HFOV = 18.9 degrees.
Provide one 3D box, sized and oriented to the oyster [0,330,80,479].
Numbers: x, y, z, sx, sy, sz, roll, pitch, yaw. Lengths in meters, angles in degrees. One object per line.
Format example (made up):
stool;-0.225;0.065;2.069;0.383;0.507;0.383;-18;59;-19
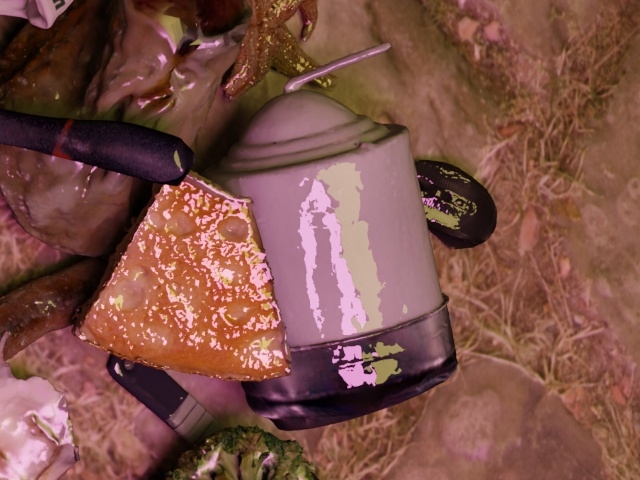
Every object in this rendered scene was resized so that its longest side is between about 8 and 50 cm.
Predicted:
oyster;-0.321;0.230;1.707;0.271;0.100;0.275;-35;126;-32

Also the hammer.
hammer;-0.253;-0.089;1.674;0.290;0.037;0.137;13;110;2

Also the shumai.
shumai;-0.172;-0.115;1.738;0.222;0.203;0.272;-7;100;-36

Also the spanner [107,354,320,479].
spanner;-0.099;0.201;1.923;0.316;0.024;0.087;46;65;-28

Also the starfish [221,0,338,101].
starfish;-0.057;-0.205;1.909;0.209;0.053;0.150;35;77;-35

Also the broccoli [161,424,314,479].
broccoli;-0.060;0.328;1.812;0.308;0.275;0.308;7;67;-16

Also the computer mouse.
computer mouse;0.146;-0.038;2.073;0.135;0.047;0.079;30;74;-32

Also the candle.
candle;0.000;0.000;1.865;0.221;0.221;0.342;-20;100;-34

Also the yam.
yam;-0.287;0.081;1.751;0.253;0.061;0.061;-29;110;-32

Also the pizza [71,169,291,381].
pizza;-0.102;0.038;1.762;0.204;0.080;0.188;23;101;-9

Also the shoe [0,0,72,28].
shoe;-0.224;-0.273;1.662;0.363;0.132;0.160;-21;65;-18
